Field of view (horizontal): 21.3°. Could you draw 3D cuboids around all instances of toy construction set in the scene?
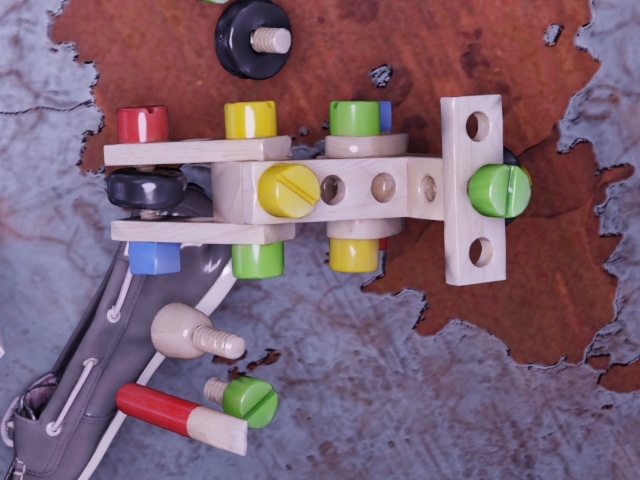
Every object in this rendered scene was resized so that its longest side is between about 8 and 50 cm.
[{"bbox_3d":[0.000,0.000,1.132,0.257,0.237,0.308,27,81,-39],"label":"toy construction set"}]

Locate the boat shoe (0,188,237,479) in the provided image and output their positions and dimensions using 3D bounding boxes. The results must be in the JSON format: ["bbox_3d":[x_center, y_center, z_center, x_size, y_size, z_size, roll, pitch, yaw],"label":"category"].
[{"bbox_3d":[-0.180,0.093,1.307,0.095,0.112,0.335,32,107,-16],"label":"boat shoe"}]

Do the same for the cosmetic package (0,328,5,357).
[{"bbox_3d":[-0.415,0.043,1.124,0.366,0.197,0.155,-24,131,3],"label":"cosmetic package"}]
